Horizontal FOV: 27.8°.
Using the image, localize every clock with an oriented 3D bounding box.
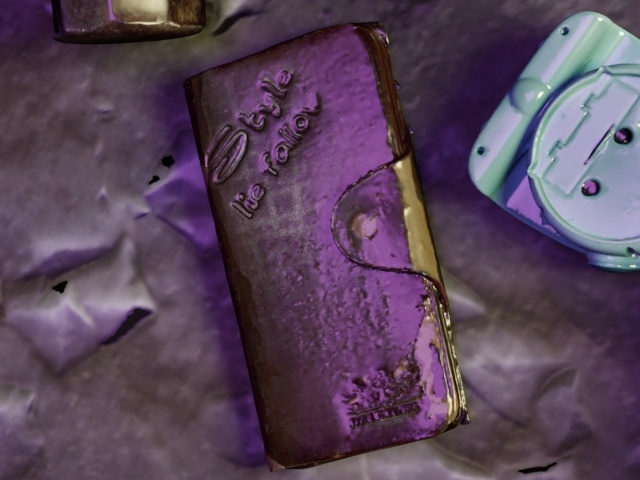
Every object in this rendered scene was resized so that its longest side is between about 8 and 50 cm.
[{"bbox_3d":[0.154,-0.035,0.630,0.147,0.045,0.108,38,100,23],"label":"clock"}]

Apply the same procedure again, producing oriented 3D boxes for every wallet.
[{"bbox_3d":[0.000,0.000,0.695,0.122,0.031,0.232,-17,78,20],"label":"wallet"}]

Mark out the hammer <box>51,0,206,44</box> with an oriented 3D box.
[{"bbox_3d":[-0.244,-0.225,0.779,0.409,0.095,0.242,-2,100,31],"label":"hammer"}]
